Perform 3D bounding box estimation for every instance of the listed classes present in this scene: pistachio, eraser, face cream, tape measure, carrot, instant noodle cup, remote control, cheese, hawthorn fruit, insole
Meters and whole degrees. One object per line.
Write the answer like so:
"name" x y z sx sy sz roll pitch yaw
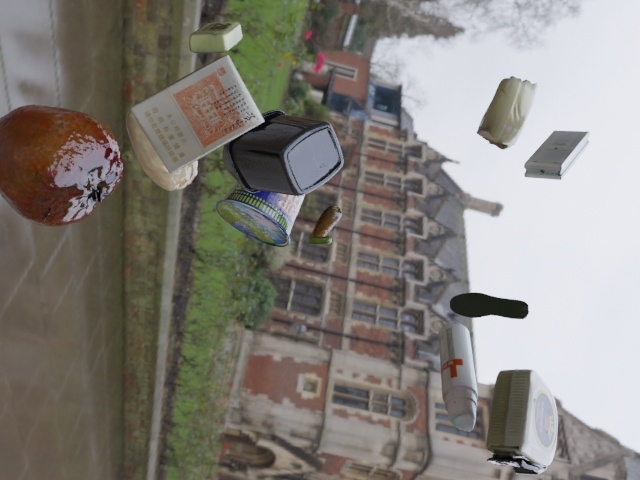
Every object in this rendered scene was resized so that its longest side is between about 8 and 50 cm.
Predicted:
"pistachio" -0.552 -0.325 2.183 0.193 0.318 0.214 -33 -174 -29
"eraser" -0.315 -0.614 1.894 0.172 0.117 0.058 -71 161 -58
"face cream" 0.401 0.392 1.833 0.345 0.102 0.102 -79 -175 -55
"tape measure" 0.518 0.493 1.619 0.133 0.231 0.271 -13 -137 36
"carrot" 0.011 -0.048 2.048 0.186 0.060 0.060 -53 -160 44
"instant noodle cup" -0.162 -0.180 2.143 0.312 0.284 0.284 -62 180 -20
"remote control" 0.682 -0.247 1.802 0.277 0.103 0.056 -39 128 -43
"cheese" 0.596 -0.414 1.996 0.266 0.127 0.233 -14 128 -82
"hawthorn fruit" -0.652 -0.203 1.494 0.285 0.369 0.285 -42 154 -26
"insole" 0.410 0.161 1.529 0.004 0.188 0.064 1 94 -77

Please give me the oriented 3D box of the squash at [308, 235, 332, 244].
"squash" 0.000 0.000 2.013 0.027 0.083 0.027 1 88 -53

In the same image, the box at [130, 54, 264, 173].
"box" -0.222 -0.229 1.141 0.141 0.201 0.058 62 -5 -17

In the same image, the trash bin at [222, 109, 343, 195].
"trash bin" -0.102 -0.220 1.586 0.290 0.209 0.182 17 -45 48
